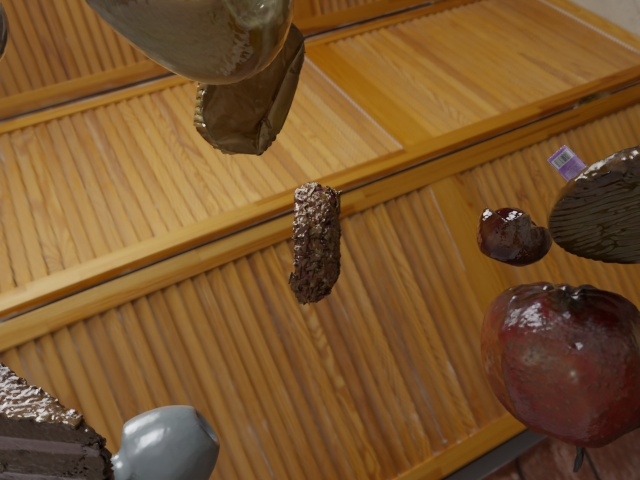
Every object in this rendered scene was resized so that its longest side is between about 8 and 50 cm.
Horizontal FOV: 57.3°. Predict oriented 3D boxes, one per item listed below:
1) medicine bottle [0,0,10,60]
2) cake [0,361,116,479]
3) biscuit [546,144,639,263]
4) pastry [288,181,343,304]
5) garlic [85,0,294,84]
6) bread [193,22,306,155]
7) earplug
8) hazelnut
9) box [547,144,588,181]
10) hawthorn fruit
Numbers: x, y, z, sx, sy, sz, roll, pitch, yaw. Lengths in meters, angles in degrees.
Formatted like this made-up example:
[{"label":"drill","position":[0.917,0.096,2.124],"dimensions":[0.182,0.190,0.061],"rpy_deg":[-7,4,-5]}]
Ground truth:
[{"label":"medicine bottle","position":[-0.416,-0.192,0.573],"dimensions":[0.288,0.157,0.157],"rpy_deg":[-31,79,29]},{"label":"cake","position":[-0.334,0.184,0.613],"dimensions":[0.295,0.113,0.116],"rpy_deg":[10,126,19]},{"label":"biscuit","position":[0.463,-0.044,0.766],"dimensions":[0.318,0.318,0.040],"rpy_deg":[108,165,-62]},{"label":"pastry","position":[-0.001,-0.001,0.755],"dimensions":[0.087,0.063,0.169],"rpy_deg":[34,-130,-54]},{"label":"garlic","position":[-0.134,-0.242,0.580],"dimensions":[0.245,0.145,0.164],"rpy_deg":[18,-178,19]},{"label":"bread","position":[-0.159,-0.313,1.173],"dimensions":[0.156,0.204,0.288],"rpy_deg":[22,101,56]},{"label":"earplug","position":[-0.309,0.409,0.986],"dimensions":[0.175,0.325,0.214],"rpy_deg":[-34,91,38]},{"label":"hazelnut","position":[0.533,-0.010,1.617],"dimensions":[0.170,0.201,0.161],"rpy_deg":[-2,-79,-81]},{"label":"box","position":[0.401,-0.090,0.886],"dimensions":[0.036,0.050,0.117],"rpy_deg":[-48,60,25]},{"label":"hawthorn fruit","position":[0.377,0.217,0.908],"dimensions":[0.254,0.254,0.300],"rpy_deg":[-170,78,-69]}]
